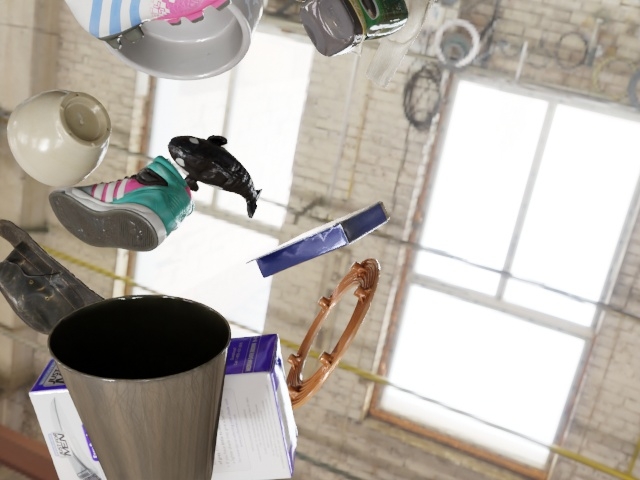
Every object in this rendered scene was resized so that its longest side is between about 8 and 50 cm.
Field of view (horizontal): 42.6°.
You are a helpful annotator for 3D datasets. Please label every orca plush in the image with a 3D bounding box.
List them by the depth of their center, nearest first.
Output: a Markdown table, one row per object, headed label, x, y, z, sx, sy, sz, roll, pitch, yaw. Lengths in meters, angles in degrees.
| label | x | y | z | sx | sy | sz | roll | pitch | yaw |
| --- | --- | --- | --- | --- | --- | --- | --- | --- | --- |
| orca plush | -0.239 | -0.148 | 1.976 | 0.287 | 0.151 | 0.102 | 52 | 174 | -35 |

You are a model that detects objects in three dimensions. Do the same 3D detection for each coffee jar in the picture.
| label | x | y | z | sx | sy | sz | roll | pitch | yaw |
| --- | --- | --- | --- | --- | --- | --- | --- | --- | --- |
| coffee jar | 0.050 | -0.332 | 1.208 | 0.079 | 0.096 | 0.184 | -25 | -173 | 40 |

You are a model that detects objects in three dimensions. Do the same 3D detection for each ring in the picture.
| label | x | y | z | sx | sy | sz | roll | pitch | yaw |
| --- | --- | --- | --- | --- | --- | --- | --- | --- | --- |
| ring | 0.011 | 0.175 | 1.611 | 0.032 | 0.336 | 0.336 | 32 | -163 | -9 |

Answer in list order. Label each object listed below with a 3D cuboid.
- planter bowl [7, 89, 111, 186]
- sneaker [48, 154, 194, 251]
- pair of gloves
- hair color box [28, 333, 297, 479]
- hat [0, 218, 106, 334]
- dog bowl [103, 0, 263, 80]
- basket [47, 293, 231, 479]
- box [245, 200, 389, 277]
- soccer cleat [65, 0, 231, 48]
| label | x | y | z | sx | sy | sz | roll | pitch | yaw |
| --- | --- | --- | --- | --- | --- | --- | --- | --- | --- |
| planter bowl | -0.415 | -0.181 | 1.353 | 0.109 | 0.162 | 0.162 | -20 | 175 | 41 |
| sneaker | -0.336 | -0.079 | 1.465 | 0.295 | 0.124 | 0.178 | 12 | -141 | 35 |
| pair of gloves | 0.109 | -0.395 | 1.434 | 0.042 | 0.204 | 0.240 | 18 | -155 | -32 |
| hair color box | -0.214 | 0.248 | 1.169 | 0.339 | 0.185 | 0.110 | -6 | -155 | 5 |
| hat | -0.607 | 0.112 | 1.770 | 0.331 | 0.331 | 0.134 | 23 | -118 | 31 |
| dog bowl | -0.291 | -0.453 | 1.661 | 0.349 | 0.349 | 0.102 | 6 | -116 | -13 |
| basket | -0.201 | 0.199 | 0.971 | 0.204 | 0.227 | 0.154 | 3 | -148 | 4 |
| box | 0.000 | 0.000 | 1.142 | 0.136 | 0.036 | 0.225 | -23 | -179 | 24 |
| soccer cleat | -0.189 | -0.311 | 0.906 | 0.331 | 0.143 | 0.116 | -8 | -135 | 42 |
